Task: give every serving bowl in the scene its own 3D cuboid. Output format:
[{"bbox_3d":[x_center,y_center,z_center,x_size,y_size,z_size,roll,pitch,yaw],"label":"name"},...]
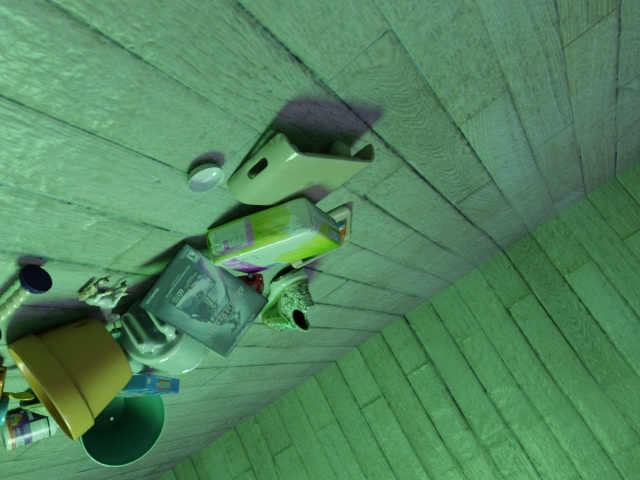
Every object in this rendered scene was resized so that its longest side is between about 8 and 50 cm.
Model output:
[{"bbox_3d":[-0.249,-0.138,1.223,0.083,0.027,0.083,-24,157,-11],"label":"serving bowl"}]

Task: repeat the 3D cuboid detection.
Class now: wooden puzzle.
[{"bbox_3d":[0.000,0.000,1.791,0.221,0.044,0.239,-27,157,-7],"label":"wooden puzzle"}]

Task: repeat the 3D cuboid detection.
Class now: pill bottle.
[{"bbox_3d":[-0.921,0.591,1.848,0.193,0.108,0.108,-12,152,-36],"label":"pill bottle"}]

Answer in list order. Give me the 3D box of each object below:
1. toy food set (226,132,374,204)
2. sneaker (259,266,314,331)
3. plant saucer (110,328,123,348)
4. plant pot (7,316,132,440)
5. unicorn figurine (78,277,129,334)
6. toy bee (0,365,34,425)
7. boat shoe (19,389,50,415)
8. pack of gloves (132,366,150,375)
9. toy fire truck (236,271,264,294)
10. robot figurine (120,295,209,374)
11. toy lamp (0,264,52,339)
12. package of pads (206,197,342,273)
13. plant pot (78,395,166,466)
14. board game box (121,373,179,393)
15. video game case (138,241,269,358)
[{"bbox_3d":[-0.042,-0.173,1.348,0.306,0.092,0.219,-2,157,-46],"label":"toy food set"},{"bbox_3d":[-0.111,0.263,2.030,0.158,0.182,0.410,-20,156,-22],"label":"sneaker"},{"bbox_3d":[-0.632,0.319,1.740,0.067,0.018,0.192,-7,149,-44],"label":"plant saucer"},{"bbox_3d":[-0.628,0.333,1.473,0.203,0.291,0.291,-35,163,-32],"label":"plant pot"},{"bbox_3d":[-0.541,0.154,1.449,0.111,0.060,0.162,-38,132,12],"label":"unicorn figurine"},{"bbox_3d":[-0.897,0.428,1.529,0.195,0.162,0.298,34,104,-31],"label":"toy bee"},{"bbox_3d":[-0.791,0.445,1.701,0.285,0.105,0.089,-39,139,26],"label":"boat shoe"},{"bbox_3d":[-0.552,0.398,1.835,0.195,0.046,0.232,-36,165,-30],"label":"pack of gloves"},{"bbox_3d":[-0.244,0.166,1.565,0.192,0.135,0.047,-9,168,10],"label":"toy fire truck"},{"bbox_3d":[-0.434,0.272,1.638,0.300,0.200,0.353,-35,158,-5],"label":"robot figurine"},{"bbox_3d":[-0.696,0.161,1.253,0.274,0.080,0.080,-37,156,20],"label":"toy lamp"},{"bbox_3d":[-0.119,-0.005,1.480,0.296,0.101,0.229,-18,163,16],"label":"package of pads"},{"bbox_3d":[-0.709,0.602,1.970,0.290,0.290,0.195,-10,-173,-39],"label":"plant pot"},{"bbox_3d":[-0.559,0.439,1.720,0.210,0.047,0.160,-9,159,21],"label":"board game box"},{"bbox_3d":[-0.297,0.159,1.482,0.196,0.274,0.026,-53,-159,-3],"label":"video game case"}]
